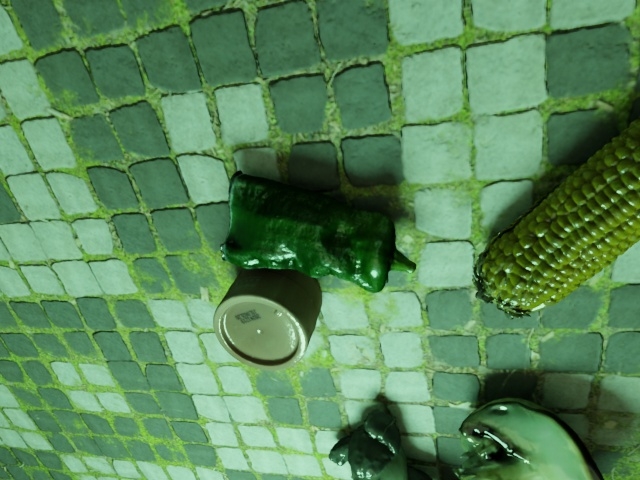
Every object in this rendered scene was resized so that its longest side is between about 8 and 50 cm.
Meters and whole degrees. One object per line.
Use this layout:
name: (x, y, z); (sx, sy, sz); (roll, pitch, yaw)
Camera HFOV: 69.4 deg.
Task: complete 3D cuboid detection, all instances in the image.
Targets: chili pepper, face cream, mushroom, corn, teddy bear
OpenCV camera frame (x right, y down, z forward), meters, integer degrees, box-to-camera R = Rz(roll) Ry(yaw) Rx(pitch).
chili pepper: (0.000, 0.000, 0.640); (0.270, 0.099, 0.136); (15, 98, 13)
face cream: (-0.079, 0.114, 0.721); (0.149, 0.104, 0.149); (7, 122, 11)
mushroom: (0.338, 0.379, 0.738); (0.189, 0.164, 0.267); (-38, 70, 6)
corn: (0.309, -0.022, 0.533); (0.115, 0.115, 0.318); (35, 122, -7)
teddy bear: (0.100, 0.439, 0.850); (0.171, 0.144, 0.251); (-26, 109, 42)
